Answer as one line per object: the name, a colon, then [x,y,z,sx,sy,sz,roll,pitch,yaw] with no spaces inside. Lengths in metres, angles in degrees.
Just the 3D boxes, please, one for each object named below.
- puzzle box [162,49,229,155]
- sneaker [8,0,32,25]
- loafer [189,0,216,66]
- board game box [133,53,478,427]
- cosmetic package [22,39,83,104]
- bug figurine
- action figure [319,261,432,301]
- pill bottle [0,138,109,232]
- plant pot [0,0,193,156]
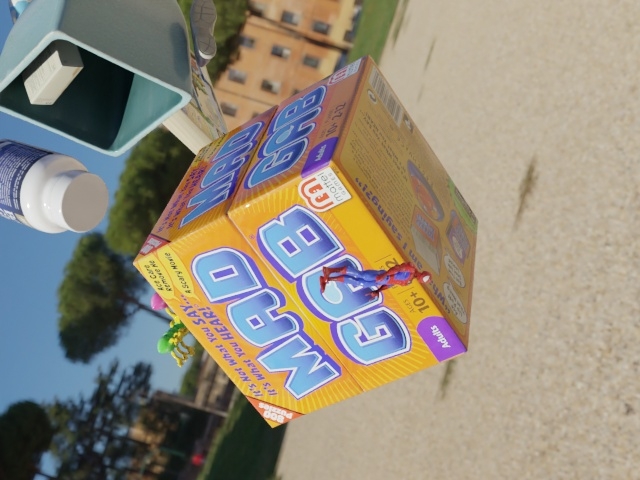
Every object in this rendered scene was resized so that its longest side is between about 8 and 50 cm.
puzzle box: [-0.308,-0.340,2.204,0.272,0.052,0.409,43,-162,-48]
sneaker: [-0.652,-0.486,2.220,0.229,0.087,0.092,93,166,-72]
loafer: [-0.193,-0.337,1.592,0.039,0.045,0.125,129,141,-54]
board game box: [0.000,0.000,1.544,0.356,0.356,0.356,-25,24,25]
cosmetic package: [-0.427,-0.270,1.572,0.115,0.041,0.060,-33,71,42]
bug figurine: [-0.262,0.112,1.973,0.216,0.072,0.279,-51,-28,-43]
action figure: [0.059,0.039,1.009,0.038,0.115,0.030,102,160,-55]
pill bottle: [-0.330,-0.061,1.163,0.094,0.169,0.094,-23,-60,-46]
plant pot: [-0.365,-0.332,1.618,0.247,0.248,0.252,-27,52,43]
